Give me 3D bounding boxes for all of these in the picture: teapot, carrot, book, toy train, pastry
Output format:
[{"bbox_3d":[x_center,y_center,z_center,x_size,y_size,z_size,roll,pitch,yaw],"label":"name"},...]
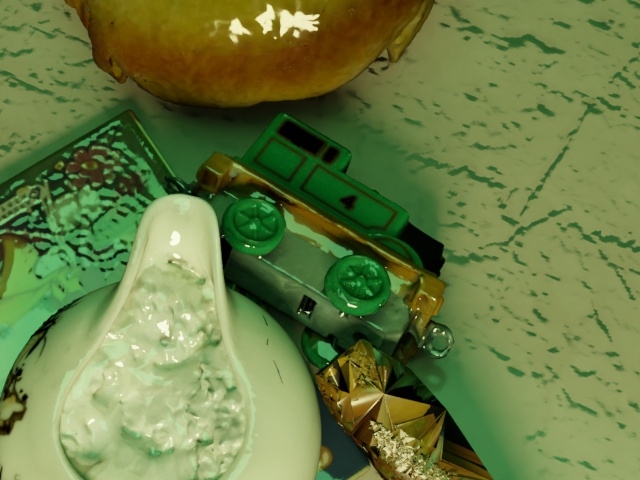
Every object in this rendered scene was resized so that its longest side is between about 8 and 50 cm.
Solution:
[{"bbox_3d":[-0.103,0.137,1.223,0.208,0.166,0.300,9,58,-9],"label":"teapot"},{"bbox_3d":[0.082,0.165,1.255,0.069,0.069,0.229,-37,87,-13],"label":"carrot"},{"bbox_3d":[-0.144,0.086,1.331,0.228,0.018,0.322,-32,72,-11],"label":"book"},{"bbox_3d":[0.000,0.000,1.321,0.227,0.091,0.136,28,53,5],"label":"toy train"},{"bbox_3d":[-0.044,-0.261,1.392,0.356,0.164,0.356,-2,68,6],"label":"pastry"}]
